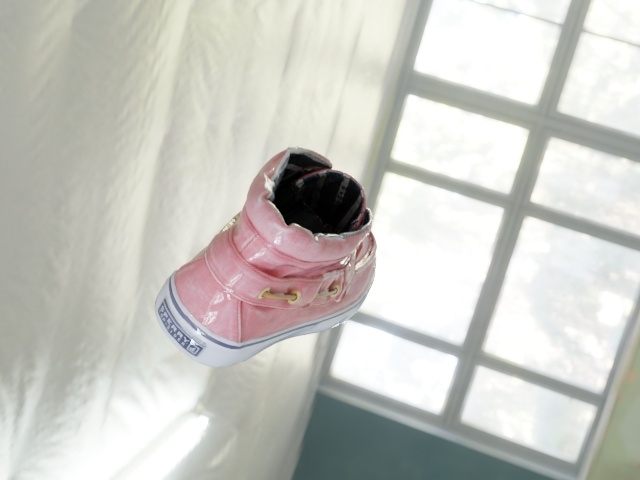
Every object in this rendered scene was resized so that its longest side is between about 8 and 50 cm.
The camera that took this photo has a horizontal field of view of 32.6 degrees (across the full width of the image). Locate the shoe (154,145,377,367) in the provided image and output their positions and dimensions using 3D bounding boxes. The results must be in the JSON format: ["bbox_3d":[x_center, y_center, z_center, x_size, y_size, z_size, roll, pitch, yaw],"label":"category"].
[{"bbox_3d":[0.000,0.000,0.513,0.081,0.063,0.178,-47,-11,26],"label":"shoe"}]
